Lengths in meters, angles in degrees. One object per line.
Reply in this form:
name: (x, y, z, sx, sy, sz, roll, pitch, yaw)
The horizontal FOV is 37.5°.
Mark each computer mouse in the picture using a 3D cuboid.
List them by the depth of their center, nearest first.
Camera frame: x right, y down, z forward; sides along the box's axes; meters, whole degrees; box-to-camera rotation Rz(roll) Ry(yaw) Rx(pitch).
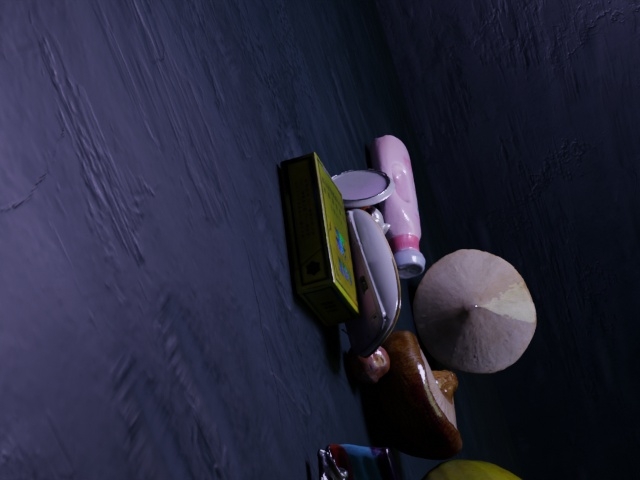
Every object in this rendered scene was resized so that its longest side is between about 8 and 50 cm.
computer mouse: (0.067, 0.064, 1.452, 0.056, 0.126, 0.245, 10, 45, -28)

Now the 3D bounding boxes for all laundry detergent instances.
laundry detergent: (0.176, -0.073, 2.134, 0.159, 0.088, 0.335, 49, 29, -52)

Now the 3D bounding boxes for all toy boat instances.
toy boat: (0.102, 0.437, 1.318, 0.136, 0.079, 0.392, -79, 154, -65)

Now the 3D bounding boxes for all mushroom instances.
mushroom: (0.148, 0.267, 1.568, 0.231, 0.138, 0.194, 64, 21, -2)

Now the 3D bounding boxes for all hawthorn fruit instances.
hawthorn fruit: (0.067, 0.175, 1.474, 0.103, 0.067, 0.067, 62, 17, -20)

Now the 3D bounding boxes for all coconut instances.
coconut: (0.362, 0.167, 2.233, 0.329, 0.329, 0.328, -15, 90, -77)

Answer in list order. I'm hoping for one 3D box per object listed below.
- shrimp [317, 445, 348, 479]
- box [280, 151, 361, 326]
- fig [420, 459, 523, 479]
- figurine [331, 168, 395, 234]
shrimp: (0.004, 0.344, 1.051, 0.198, 0.051, 0.262, 50, 31, -59)
box: (0.001, 0.000, 1.390, 0.141, 0.064, 0.220, 54, 22, -60)
fig: (0.246, 0.461, 1.513, 0.271, 0.239, 0.239, -112, 178, -58)
figurine: (0.073, -0.033, 1.642, 0.132, 0.132, 0.153, -82, 166, -59)
